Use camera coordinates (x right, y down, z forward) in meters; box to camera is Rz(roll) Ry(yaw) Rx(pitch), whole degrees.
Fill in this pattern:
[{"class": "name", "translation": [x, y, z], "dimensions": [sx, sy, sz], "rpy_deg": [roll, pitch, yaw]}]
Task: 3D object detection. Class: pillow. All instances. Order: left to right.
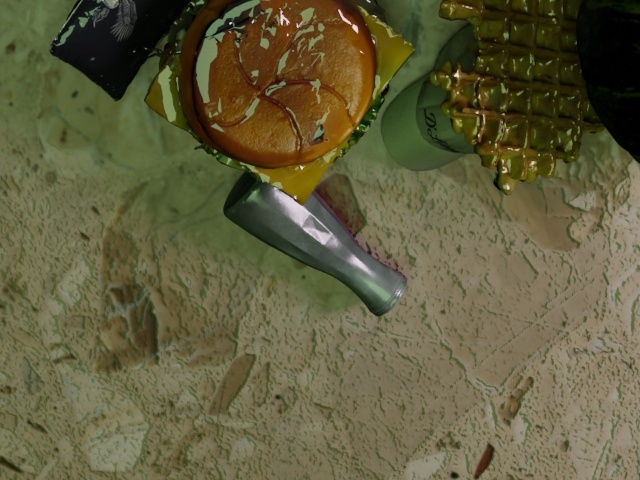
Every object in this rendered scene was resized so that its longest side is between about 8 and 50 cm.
[{"class": "pillow", "translation": [-0.178, -0.248, 1.306], "dimensions": [0.055, 0.141, 0.208], "rpy_deg": [38, 90, 32]}]

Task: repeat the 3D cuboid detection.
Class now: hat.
[{"class": "hat", "translation": [0.136, -0.141, 1.377], "dimensions": [0.166, 0.081, 0.122], "rpy_deg": [-29, 105, 24]}]

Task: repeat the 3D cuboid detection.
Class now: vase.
[{"class": "vase", "translation": [0.000, 0.000, 1.435], "dimensions": [0.214, 0.086, 0.086], "rpy_deg": [38, 108, -16]}]

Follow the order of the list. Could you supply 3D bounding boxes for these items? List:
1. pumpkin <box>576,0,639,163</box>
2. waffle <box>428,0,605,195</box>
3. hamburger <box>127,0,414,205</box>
[{"class": "pumpkin", "translation": [0.403, -0.197, 1.237], "dimensions": [0.323, 0.241, 0.323], "rpy_deg": [-2, 102, -11]}, {"class": "waffle", "translation": [0.208, -0.181, 1.308], "dimensions": [0.231, 0.051, 0.228], "rpy_deg": [-44, 113, -21]}, {"class": "hamburger", "translation": [-0.050, -0.180, 1.323], "dimensions": [0.262, 0.138, 0.243], "rpy_deg": [35, 101, -22]}]
